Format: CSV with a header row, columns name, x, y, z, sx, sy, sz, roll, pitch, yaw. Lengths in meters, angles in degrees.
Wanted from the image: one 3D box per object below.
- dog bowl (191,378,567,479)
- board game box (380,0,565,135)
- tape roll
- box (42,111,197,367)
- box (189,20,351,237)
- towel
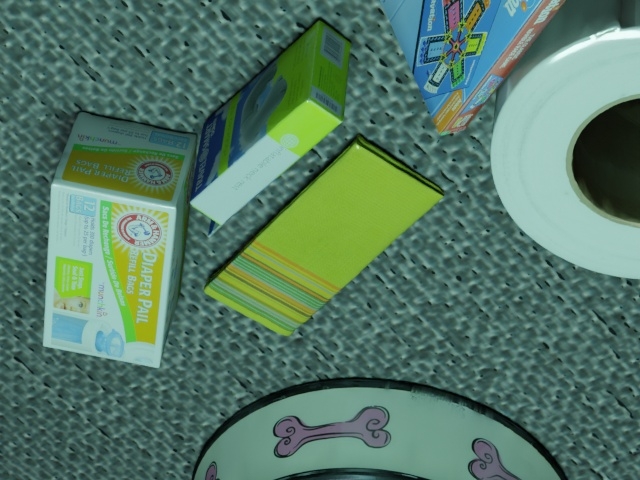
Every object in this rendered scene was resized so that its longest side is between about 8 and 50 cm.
name,x,y,z,sx,sy,sz,roll,pitch,yaw
dog bowl,0.056,0.334,1.867,0.408,0.150,0.408,5,132,6
board game box,0.116,-0.201,1.337,0.027,0.145,0.281,-15,163,-23
tape roll,0.258,-0.112,1.427,0.246,0.169,0.246,5,132,5
box,-0.180,0.001,1.645,0.114,0.103,0.203,10,132,1
box,-0.048,-0.092,1.536,0.042,0.109,0.178,34,128,-24
towel,0.000,0.000,1.672,0.102,0.021,0.237,30,129,-23
